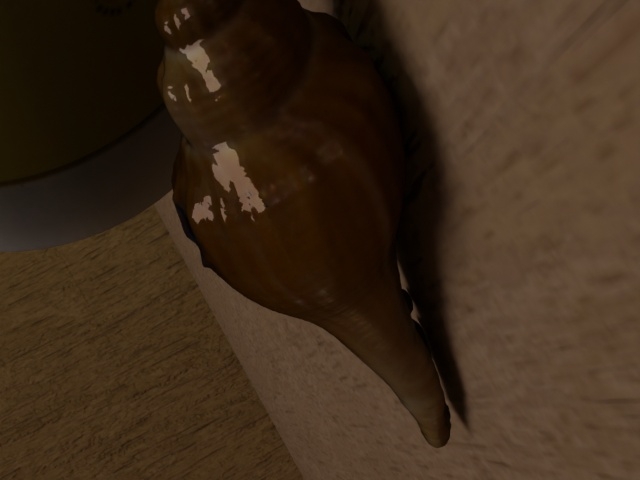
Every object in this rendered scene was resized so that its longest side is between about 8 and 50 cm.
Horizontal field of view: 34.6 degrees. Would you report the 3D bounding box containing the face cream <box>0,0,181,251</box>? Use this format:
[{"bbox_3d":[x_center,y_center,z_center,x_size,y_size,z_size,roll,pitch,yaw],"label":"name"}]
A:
[{"bbox_3d":[-0.164,-0.132,0.513,0.218,0.218,0.179,55,167,31],"label":"face cream"}]

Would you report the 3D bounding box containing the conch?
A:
[{"bbox_3d":[-0.004,0.003,0.446,0.109,0.093,0.330,42,159,43],"label":"conch"}]
